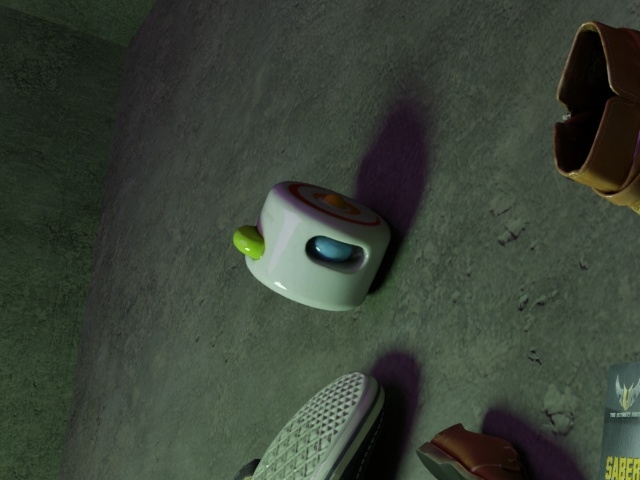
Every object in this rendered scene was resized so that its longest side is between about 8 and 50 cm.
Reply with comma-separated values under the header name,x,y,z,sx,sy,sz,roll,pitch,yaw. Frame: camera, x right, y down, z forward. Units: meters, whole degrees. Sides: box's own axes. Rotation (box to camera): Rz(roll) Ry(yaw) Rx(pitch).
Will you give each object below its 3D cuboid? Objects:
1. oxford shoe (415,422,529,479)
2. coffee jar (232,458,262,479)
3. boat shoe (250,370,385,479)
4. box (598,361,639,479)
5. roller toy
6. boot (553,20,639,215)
name,x,y,z,sx,sy,sz,roll,pitch,yaw
oxford shoe,0.190,0.248,1.011,0.076,0.076,0.212,-39,32,-16
coffee jar,-0.090,0.433,1.464,0.096,0.079,0.184,-56,32,41
boat shoe,-0.028,0.412,1.275,0.500,0.156,0.187,-65,19,-5
box,0.299,0.186,0.758,0.231,0.056,0.183,141,139,-75
roller toy,0.000,0.000,1.394,0.191,0.209,0.146,29,107,24
boot,0.298,-0.147,0.817,0.109,0.220,0.283,-8,69,63
